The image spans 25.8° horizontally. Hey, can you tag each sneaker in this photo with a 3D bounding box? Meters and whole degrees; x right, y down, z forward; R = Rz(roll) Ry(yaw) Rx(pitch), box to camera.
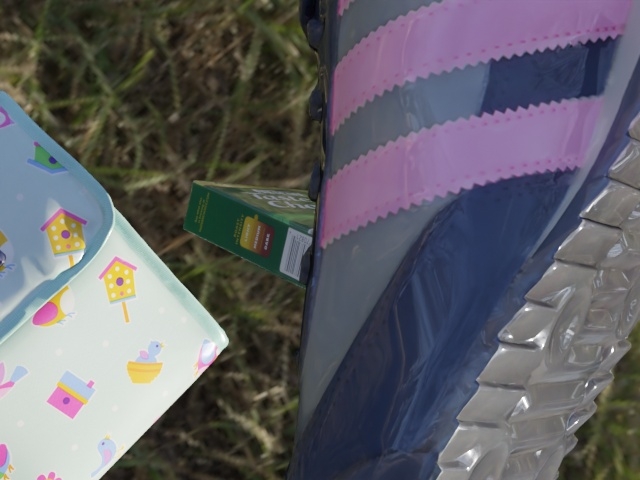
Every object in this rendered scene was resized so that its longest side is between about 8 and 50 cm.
[{"bbox_3d":[0.037,-0.043,0.388,0.319,0.131,0.112,-67,154,-4],"label":"sneaker"}]

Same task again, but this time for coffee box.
[{"bbox_3d":[0.000,0.000,0.943,0.113,0.184,0.040,4,102,-36],"label":"coffee box"}]

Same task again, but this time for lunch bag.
[{"bbox_3d":[-0.232,0.051,1.006,0.223,0.160,0.262,-45,122,-16],"label":"lunch bag"}]
